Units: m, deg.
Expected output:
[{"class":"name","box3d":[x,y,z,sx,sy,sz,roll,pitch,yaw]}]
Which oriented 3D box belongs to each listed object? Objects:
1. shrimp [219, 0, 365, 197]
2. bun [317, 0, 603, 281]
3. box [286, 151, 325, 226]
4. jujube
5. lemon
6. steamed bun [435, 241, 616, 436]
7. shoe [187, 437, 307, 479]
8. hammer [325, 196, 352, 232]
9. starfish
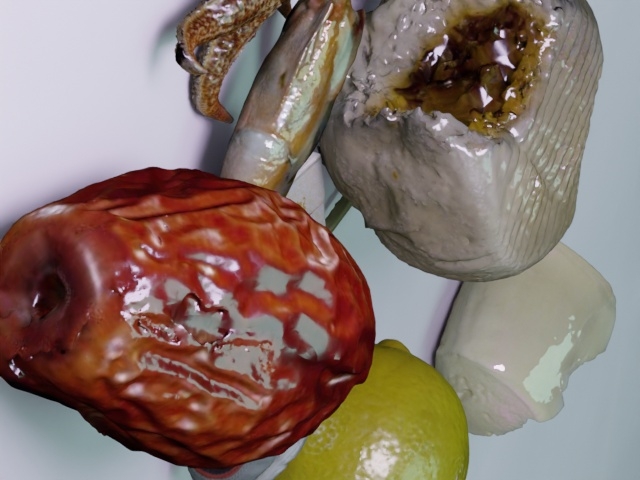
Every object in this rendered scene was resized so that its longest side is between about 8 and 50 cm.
[{"class":"shrimp","box3d":[-0.016,-0.106,1.379,0.145,0.059,0.254,-48,162,-85]},{"class":"bun","box3d":[0.106,-0.104,1.548,0.281,0.205,0.281,-33,130,-51]},{"class":"box","box3d":[-0.026,0.019,1.532,0.090,0.024,0.167,-44,140,-44]},{"class":"jujube","box3d":[-0.082,0.049,1.195,0.290,0.197,0.197,14,93,-55]},{"class":"lemon","box3d":[0.035,0.196,1.646,0.184,0.184,0.248,78,34,-54]},{"class":"steamed bun","box3d":[0.227,0.114,2.109,0.200,0.170,0.225,77,36,-63]},{"class":"shoe","box3d":[-0.066,0.099,1.412,0.125,0.099,0.227,-20,129,-59]},{"class":"hammer","box3d":[0.000,0.000,1.629,0.195,0.028,0.060,-52,158,-39]},{"class":"starfish","box3d":[-0.044,-0.182,1.306,0.238,0.057,0.213,-4,117,-68]}]
